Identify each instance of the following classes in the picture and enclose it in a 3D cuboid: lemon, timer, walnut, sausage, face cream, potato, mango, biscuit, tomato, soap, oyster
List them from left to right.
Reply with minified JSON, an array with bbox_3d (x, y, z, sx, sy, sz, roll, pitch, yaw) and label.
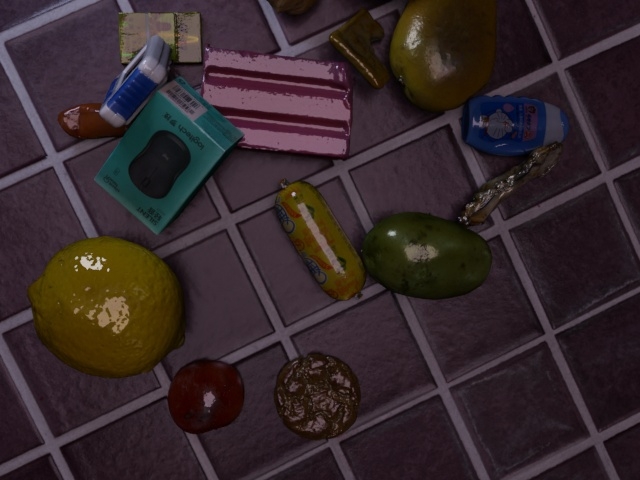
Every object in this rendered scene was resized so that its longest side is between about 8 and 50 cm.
[{"bbox_3d":[-0.523,-0.281,1.821,0.179,0.089,0.089,0,92,-2],"label":"sausage"},{"bbox_3d":[-0.470,0.147,1.728,0.336,0.336,0.336,0,92,-6],"label":"lemon"},{"bbox_3d":[-0.404,-0.354,1.729,0.078,0.253,0.178,40,106,-23],"label":"timer"},{"bbox_3d":[-0.278,0.380,1.852,0.189,0.099,0.173,-10,95,-4],"label":"tomato"},{"bbox_3d":[-0.105,-0.322,1.834,0.359,0.128,0.233,6,92,-5],"label":"soap"},{"bbox_3d":[-0.062,-0.619,1.823,0.155,0.155,0.184,26,84,-6],"label":"walnut"},{"bbox_3d":[-0.006,0.387,1.909,0.226,0.042,0.226,0,91,-5],"label":"biscuit"},{"bbox_3d":[0.000,0.000,1.856,0.123,0.123,0.347,-33,95,-4],"label":"sausage"},{"bbox_3d":[0.116,-0.465,1.854,0.174,0.039,0.183,41,49,-8],"label":"biscuit"},{"bbox_3d":[0.251,0.041,1.838,0.304,0.216,0.216,19,90,-9],"label":"potato"},{"bbox_3d":[0.306,-0.487,1.841,0.253,0.182,0.365,20,90,-5],"label":"mango"},{"bbox_3d":[0.451,-0.134,1.897,0.345,0.128,0.078,-37,76,5],"label":"oyster"},{"bbox_3d":[0.488,-0.284,1.916,0.264,0.083,0.149,2,96,-6],"label":"face cream"}]

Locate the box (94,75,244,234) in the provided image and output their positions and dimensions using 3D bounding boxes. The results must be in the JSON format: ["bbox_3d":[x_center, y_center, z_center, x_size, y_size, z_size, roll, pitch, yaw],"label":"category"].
[{"bbox_3d":[-0.346,-0.186,1.748,0.205,0.118,0.311,44,121,-4],"label":"box"}]

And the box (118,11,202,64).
[{"bbox_3d":[-0.382,-0.484,1.851,0.193,0.030,0.121,-2,93,-5],"label":"box"}]
